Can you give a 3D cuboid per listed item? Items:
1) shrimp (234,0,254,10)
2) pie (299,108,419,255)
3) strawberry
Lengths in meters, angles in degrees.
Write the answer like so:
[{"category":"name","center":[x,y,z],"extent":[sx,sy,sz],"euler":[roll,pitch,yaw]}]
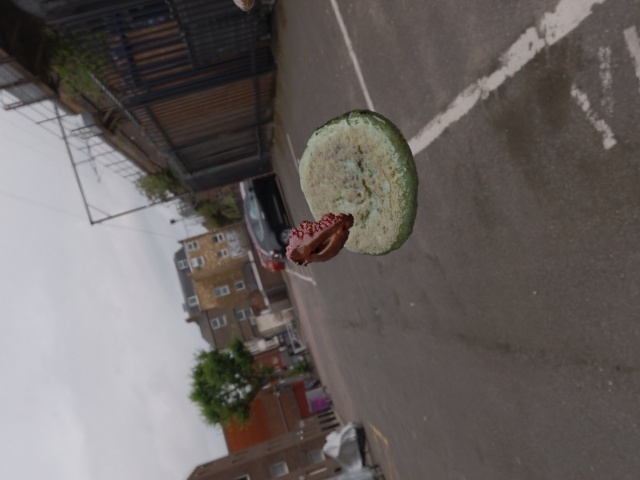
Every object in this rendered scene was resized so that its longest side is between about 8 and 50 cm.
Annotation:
[{"category":"shrimp","center":[-0.137,-0.497,0.891],"extent":[0.248,0.067,0.150],"euler":[-178,79,-83]},{"category":"pie","center":[0.078,-0.110,1.080],"extent":[0.323,0.070,0.323],"euler":[25,128,36]},{"category":"strawberry","center":[0.000,0.003,0.924],"extent":[0.152,0.103,0.048],"euler":[-40,42,40]}]
